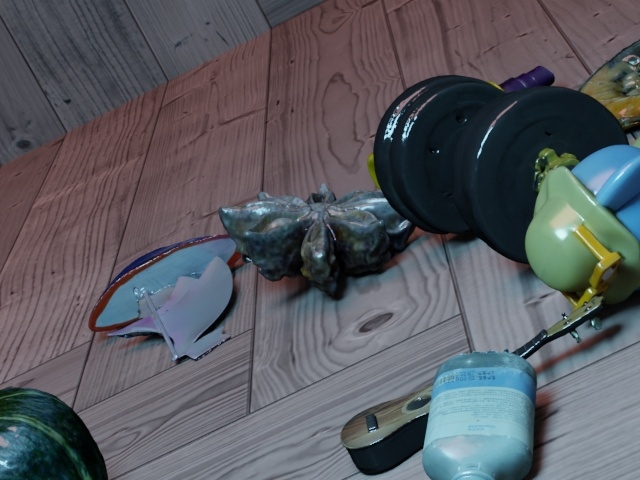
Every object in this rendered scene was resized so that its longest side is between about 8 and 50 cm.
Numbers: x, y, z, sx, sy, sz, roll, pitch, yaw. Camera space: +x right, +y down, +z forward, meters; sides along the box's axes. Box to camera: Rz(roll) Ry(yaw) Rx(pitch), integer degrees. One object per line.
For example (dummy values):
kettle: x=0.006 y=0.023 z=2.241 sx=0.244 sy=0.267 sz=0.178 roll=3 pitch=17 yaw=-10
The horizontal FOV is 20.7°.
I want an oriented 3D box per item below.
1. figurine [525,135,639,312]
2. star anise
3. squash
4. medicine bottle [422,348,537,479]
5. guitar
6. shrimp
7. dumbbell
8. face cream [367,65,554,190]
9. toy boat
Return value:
figurine: x=0.306 y=-0.040 z=1.633 sx=0.262 sy=0.154 sz=0.180 roll=-36 pitch=7 yaw=-12
star anise: x=-0.001 y=0.000 z=2.073 sx=0.223 sy=0.109 sz=0.236 roll=8 pitch=19 yaw=26
squash: x=-0.332 y=0.258 z=1.737 sx=0.252 sy=0.165 sz=0.252 roll=-29 pitch=18 yaw=10
medicine bottle: x=0.130 y=0.166 z=1.443 sx=0.090 sy=0.054 sz=0.208 roll=-3 pitch=31 yaw=11
guitar: x=0.144 y=0.128 z=1.579 sx=0.271 sy=0.038 sz=0.084 roll=-29 pitch=17 yaw=5
shrimp: x=0.426 y=-0.212 z=2.103 sx=0.290 sy=0.054 sz=0.222 roll=-40 pitch=19 yaw=-24
dumbbell: x=0.188 y=-0.081 z=1.877 sx=0.185 sy=0.185 sz=0.388 roll=-32 pitch=16 yaw=-12
face cream: x=0.188 y=-0.147 z=2.247 sx=0.273 sy=0.078 sz=0.078 roll=-34 pitch=18 yaw=-17
toy boat: x=-0.167 y=0.063 z=2.223 sx=0.219 sy=0.072 sz=0.318 roll=-39 pitch=23 yaw=-24
